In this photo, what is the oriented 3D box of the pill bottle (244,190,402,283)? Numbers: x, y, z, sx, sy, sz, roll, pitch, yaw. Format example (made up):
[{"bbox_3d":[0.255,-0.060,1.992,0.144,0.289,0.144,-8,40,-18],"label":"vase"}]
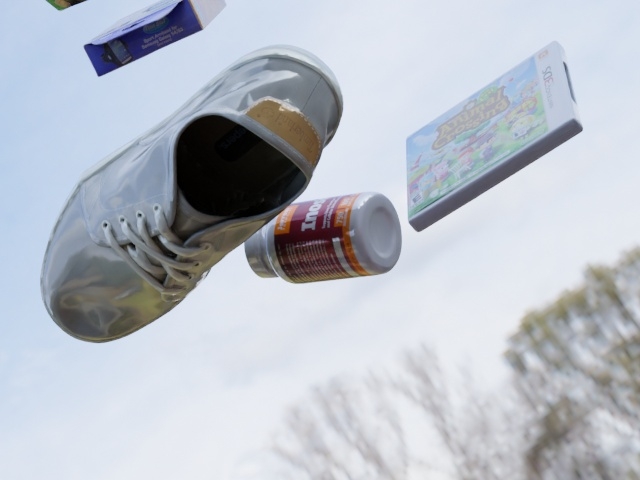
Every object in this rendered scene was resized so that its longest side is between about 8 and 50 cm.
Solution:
[{"bbox_3d":[0.000,0.000,1.541,0.152,0.086,0.086,-8,-3,34],"label":"pill bottle"}]

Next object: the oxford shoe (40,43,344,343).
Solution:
[{"bbox_3d":[-0.149,-0.022,1.492,0.449,0.169,0.130,-39,23,36],"label":"oxford shoe"}]

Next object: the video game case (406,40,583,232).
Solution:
[{"bbox_3d":[0.184,-0.117,1.655,0.212,0.023,0.193,-33,25,21],"label":"video game case"}]

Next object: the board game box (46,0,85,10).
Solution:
[{"bbox_3d":[-0.112,-0.348,1.229,0.213,0.317,0.046,-10,-35,39],"label":"board game box"}]

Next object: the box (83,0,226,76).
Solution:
[{"bbox_3d":[-0.114,-0.149,1.050,0.081,0.028,0.136,-23,15,11],"label":"box"}]
